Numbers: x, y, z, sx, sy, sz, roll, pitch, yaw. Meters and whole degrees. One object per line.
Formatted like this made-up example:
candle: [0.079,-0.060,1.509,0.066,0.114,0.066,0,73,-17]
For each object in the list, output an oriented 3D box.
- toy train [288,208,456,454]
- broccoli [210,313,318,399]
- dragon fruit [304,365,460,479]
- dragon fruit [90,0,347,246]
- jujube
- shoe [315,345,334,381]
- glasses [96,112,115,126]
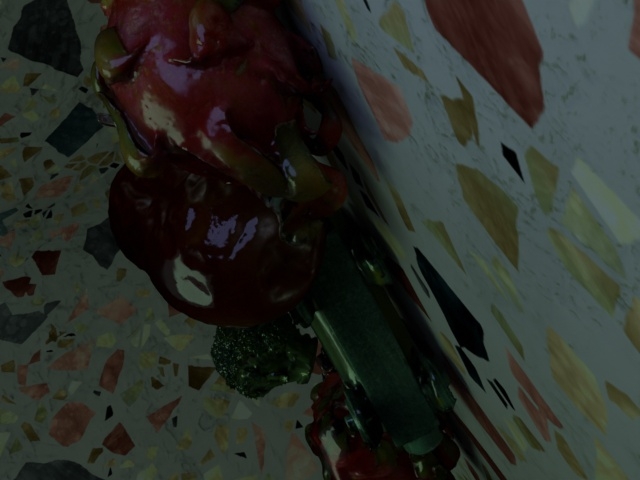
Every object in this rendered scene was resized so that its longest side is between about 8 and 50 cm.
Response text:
toy train: [0.052,0.116,1.427,0.397,0.160,0.253,61,-178,-17]
broccoli: [-0.081,0.144,1.480,0.156,0.196,0.195,15,164,9]
dragon fruit: [0.111,0.334,1.693,0.303,0.237,0.231,48,-163,-12]
dragon fruit: [-0.093,-0.157,1.030,0.307,0.243,0.227,22,158,-17]
jujube: [-0.136,-0.016,1.244,0.318,0.223,0.223,22,149,43]
shoe: [0.075,0.332,2.316,0.114,0.137,0.291,51,171,52]
glasses: [-0.339,-0.246,2.178,0.234,0.268,0.118,-145,42,-78]
